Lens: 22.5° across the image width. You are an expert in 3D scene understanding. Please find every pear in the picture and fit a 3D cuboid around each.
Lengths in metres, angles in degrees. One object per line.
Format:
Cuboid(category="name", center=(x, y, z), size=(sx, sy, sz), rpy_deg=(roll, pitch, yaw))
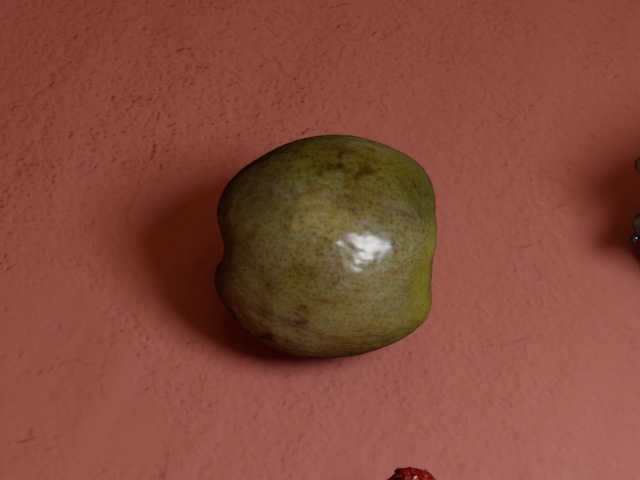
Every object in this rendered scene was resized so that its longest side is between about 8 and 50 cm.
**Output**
Cuboid(category="pear", center=(0.000, 0.000, 1.532), size=(0.211, 0.188, 0.228), rpy_deg=(7, 48, -14))

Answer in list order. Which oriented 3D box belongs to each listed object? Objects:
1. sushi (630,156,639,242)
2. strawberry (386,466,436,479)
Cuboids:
Cuboid(category="sushi", center=(0.447, -0.036, 1.624), size=(0.225, 0.218, 0.238), rpy_deg=(36, 52, 26))
Cuboid(category="strawberry", center=(0.078, 0.244, 1.395), size=(0.083, 0.096, 0.083), rpy_deg=(4, 20, -1))
